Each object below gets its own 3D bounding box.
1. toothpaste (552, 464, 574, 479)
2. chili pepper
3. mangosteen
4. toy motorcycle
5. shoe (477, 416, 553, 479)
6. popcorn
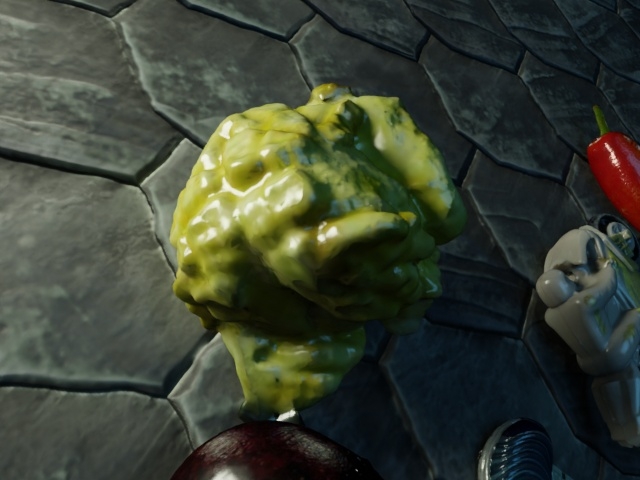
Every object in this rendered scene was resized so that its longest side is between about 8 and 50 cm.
[{"bbox_3d":[0.266,0.335,0.599,0.048,0.029,0.197,38,38,-2],"label":"toothpaste"},{"bbox_3d":[0.570,-0.072,0.961,0.368,0.092,0.137,56,36,0],"label":"chili pepper"},{"bbox_3d":[-0.045,0.264,0.403,0.211,0.211,0.250,39,66,-4],"label":"mangosteen"},{"bbox_3d":[0.400,0.105,0.758,0.223,0.108,0.340,7,61,-24],"label":"toy motorcycle"},{"bbox_3d":[0.224,0.287,0.578,0.091,0.106,0.207,31,50,-11],"label":"shoe"},{"bbox_3d":[0.002,-0.006,0.529,0.293,0.293,0.237,35,36,-7],"label":"popcorn"}]
